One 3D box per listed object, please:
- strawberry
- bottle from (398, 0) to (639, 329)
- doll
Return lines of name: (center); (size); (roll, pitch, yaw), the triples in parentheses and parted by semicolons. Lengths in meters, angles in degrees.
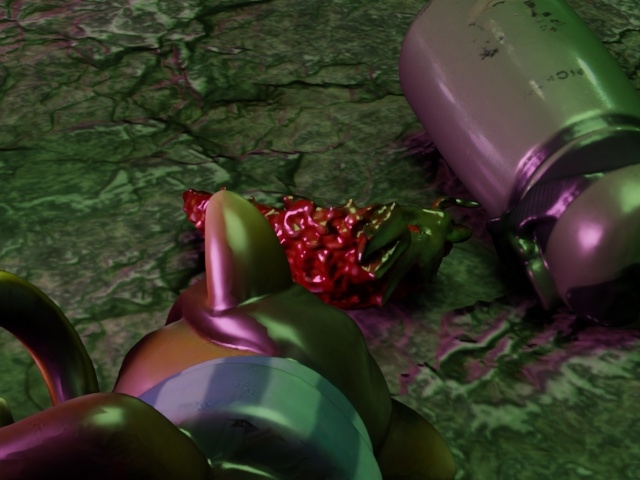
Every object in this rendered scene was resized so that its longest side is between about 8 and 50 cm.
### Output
strawberry: (0.001, 0.006, 0.920); (0.208, 0.087, 0.167); (4, 3, 43)
bottle: (0.191, -0.076, 0.995); (0.168, 0.168, 0.347); (-4, 40, -18)
doll: (-0.080, 0.148, 0.600); (0.318, 0.209, 0.340); (39, 35, -11)
